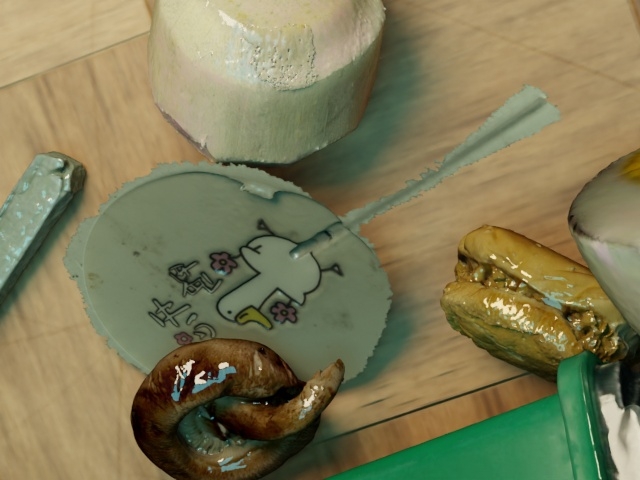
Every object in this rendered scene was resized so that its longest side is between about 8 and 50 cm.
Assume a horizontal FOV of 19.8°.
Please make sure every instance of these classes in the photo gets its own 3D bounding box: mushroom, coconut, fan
[{"bbox_3d":[-0.056,0.118,1.330,0.170,0.135,0.080,-18,51,27],"label":"mushroom"},{"bbox_3d":[-0.043,-0.133,1.273,0.171,0.183,0.171,5,58,-8],"label":"coconut"},{"bbox_3d":[0.000,-0.001,1.273,0.414,0.012,0.233,-28,121,32],"label":"fan"}]

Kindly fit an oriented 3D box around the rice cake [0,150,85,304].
[{"bbox_3d":[-0.257,0.034,1.382,0.042,0.045,0.245,37,102,4],"label":"rice cake"}]

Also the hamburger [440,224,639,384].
[{"bbox_3d":[0.154,0.051,1.279,0.147,0.138,0.083,28,79,20],"label":"hamburger"}]

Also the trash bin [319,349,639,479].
[{"bbox_3d":[0.111,0.255,1.243,0.381,0.295,0.259,-17,64,21],"label":"trash bin"}]

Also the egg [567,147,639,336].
[{"bbox_3d":[0.339,0.026,1.168,0.337,0.337,0.201,-14,103,10],"label":"egg"}]
